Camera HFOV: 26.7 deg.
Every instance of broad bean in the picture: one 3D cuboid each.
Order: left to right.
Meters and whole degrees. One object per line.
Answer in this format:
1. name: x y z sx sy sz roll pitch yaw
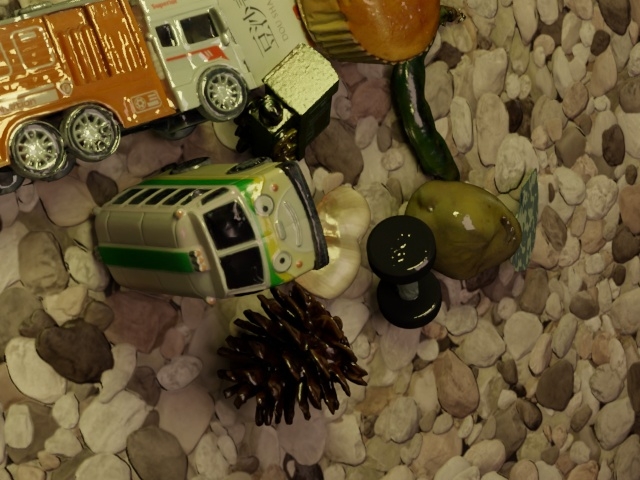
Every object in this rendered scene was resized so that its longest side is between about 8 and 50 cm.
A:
1. broad bean: 0.170 -0.226 2.086 0.144 0.049 0.292 0 90 -39

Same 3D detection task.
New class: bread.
1. bread: 0.064 -0.357 1.798 0.179 0.133 0.250 -20 104 -33

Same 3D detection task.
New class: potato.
1. potato: 0.211 -0.018 2.052 0.200 0.154 0.137 22 35 -49

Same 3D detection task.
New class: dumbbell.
1. dumbbell: 0.124 0.049 1.970 0.100 0.100 0.191 -58 160 -22

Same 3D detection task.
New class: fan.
1. fan: 0.333 -0.027 2.190 0.240 0.009 0.131 -66 146 -46

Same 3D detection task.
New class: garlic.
1. garlic: 0.007 -0.001 1.899 0.174 0.124 0.099 -67 158 -17

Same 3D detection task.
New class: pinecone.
1. pinecone: -0.045 0.166 1.841 0.208 0.208 0.207 -1 91 -38

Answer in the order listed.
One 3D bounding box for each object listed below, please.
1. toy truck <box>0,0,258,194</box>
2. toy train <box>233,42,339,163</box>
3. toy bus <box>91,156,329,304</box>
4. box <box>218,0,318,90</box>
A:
1. toy truck: -0.284 -0.198 1.655 0.388 0.173 0.207 -21 95 -33
2. toy train: -0.044 -0.165 1.823 0.090 0.225 0.137 43 79 7
3. toy bus: -0.146 -0.012 1.683 0.179 0.305 0.143 -26 107 -32
4. box: -0.064 -0.444 1.853 0.385 0.122 0.344 -40 115 -30
